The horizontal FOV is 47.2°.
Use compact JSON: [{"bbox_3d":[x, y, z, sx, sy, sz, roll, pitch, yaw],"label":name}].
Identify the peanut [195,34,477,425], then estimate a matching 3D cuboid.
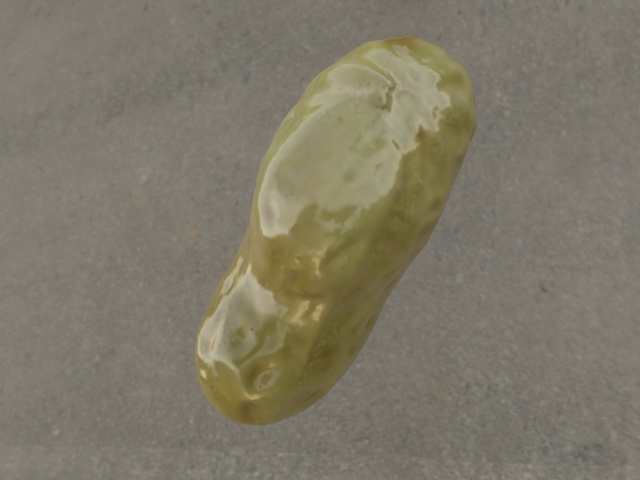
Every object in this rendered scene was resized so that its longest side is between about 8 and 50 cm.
[{"bbox_3d":[0.000,0.000,0.534,0.147,0.148,0.318,42,109,39],"label":"peanut"}]
